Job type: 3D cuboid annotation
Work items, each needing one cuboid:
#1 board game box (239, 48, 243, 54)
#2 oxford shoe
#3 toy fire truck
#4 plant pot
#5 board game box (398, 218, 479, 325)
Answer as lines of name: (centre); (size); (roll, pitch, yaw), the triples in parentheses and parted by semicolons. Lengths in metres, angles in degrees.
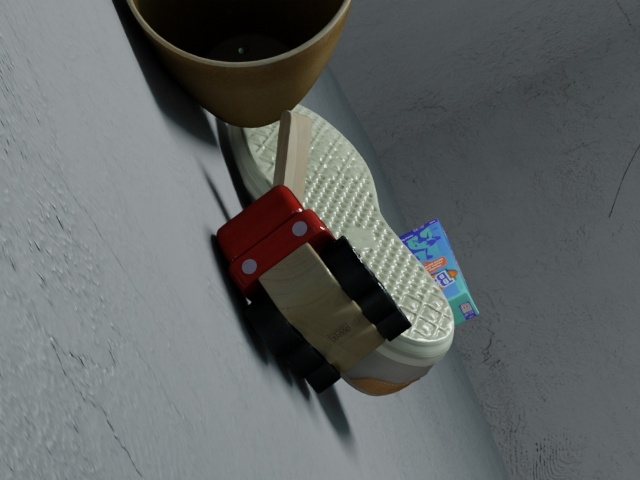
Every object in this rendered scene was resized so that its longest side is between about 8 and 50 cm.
board game box: (-0.099, -0.243, 2.198); (0.260, 0.030, 0.136); (59, 39, -44)
oxford shoe: (0.000, 0.000, 1.923); (0.449, 0.169, 0.130); (59, -42, 37)
toy fire truck: (-0.025, -0.008, 1.674); (0.246, 0.158, 0.217); (54, 2, 24)
plant pot: (-0.081, -0.228, 1.819); (0.254, 0.237, 0.237); (91, -23, -67)
board game box: (0.125, 0.069, 2.457); (0.047, 0.160, 0.210); (60, 7, -31)
